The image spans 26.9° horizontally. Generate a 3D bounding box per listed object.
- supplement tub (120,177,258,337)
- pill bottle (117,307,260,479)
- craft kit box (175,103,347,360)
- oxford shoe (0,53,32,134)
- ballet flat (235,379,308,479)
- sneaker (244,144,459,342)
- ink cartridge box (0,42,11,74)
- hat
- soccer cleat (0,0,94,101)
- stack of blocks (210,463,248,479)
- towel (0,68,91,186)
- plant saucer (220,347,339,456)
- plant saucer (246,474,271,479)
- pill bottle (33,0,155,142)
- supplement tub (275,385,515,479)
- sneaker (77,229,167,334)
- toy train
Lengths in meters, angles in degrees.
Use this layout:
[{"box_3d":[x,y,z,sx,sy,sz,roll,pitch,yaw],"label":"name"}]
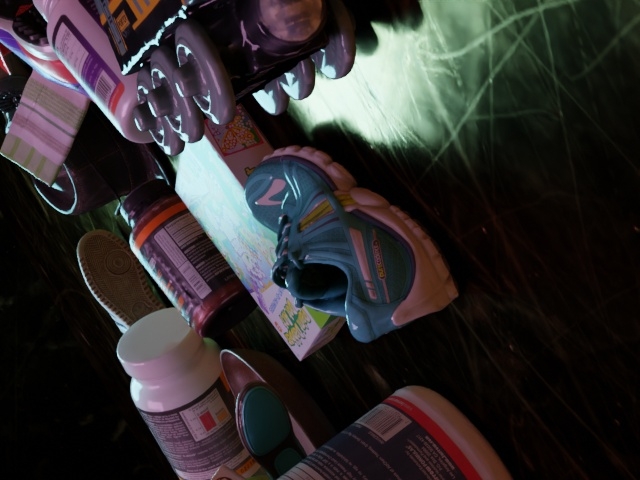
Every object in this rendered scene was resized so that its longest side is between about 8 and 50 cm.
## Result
[{"box_3d":[-0.163,0.017,1.640,0.198,0.106,0.106,50,163,19],"label":"supplement tub"},{"box_3d":[-0.201,0.251,2.098,0.162,0.162,0.278,32,151,54],"label":"pill bottle"},{"box_3d":[-0.057,-0.009,1.388,0.246,0.061,0.250,51,163,8],"label":"craft kit box"},{"box_3d":[-0.476,-0.230,2.136,0.227,0.083,0.096,101,152,-67],"label":"oxford shoe"},{"box_3d":[-0.065,0.260,1.720,0.068,0.072,0.213,27,149,56],"label":"ballet flat"},{"box_3d":[0.000,0.000,1.139,0.275,0.110,0.107,34,153,53],"label":"sneaker"},{"box_3d":[-0.477,-0.349,1.874,0.231,0.078,0.134,44,161,34],"label":"ink cartridge box"},{"box_3d":[-0.328,-0.115,1.811,0.331,0.134,0.331,49,163,21],"label":"hat"},{"box_3d":[-0.348,-0.255,1.654,0.318,0.108,0.116,32,155,49],"label":"soccer cleat"},{"box_3d":[-0.061,0.378,1.703,0.171,0.087,0.297,32,170,11],"label":"stack of blocks"},{"box_3d":[-0.349,-0.159,1.701,0.113,0.152,0.023,31,-169,35],"label":"towel"},{"box_3d":[-0.031,0.268,1.852,0.310,0.050,0.310,50,163,21],"label":"plant saucer"},{"box_3d":[-0.007,0.423,1.998,0.188,0.045,0.188,37,180,-42],"label":"plant saucer"},{"box_3d":[-0.206,-0.199,1.344,0.193,0.108,0.108,50,163,22],"label":"pill bottle"},{"box_3d":[0.042,0.284,1.276,0.191,0.272,0.191,49,163,21],"label":"supplement tub"},{"box_3d":[-0.325,0.116,2.302,0.282,0.099,0.153,52,162,4],"label":"sneaker"},{"box_3d":[-0.087,-0.179,1.015,0.190,0.142,0.334,67,163,-3],"label":"toy train"}]
